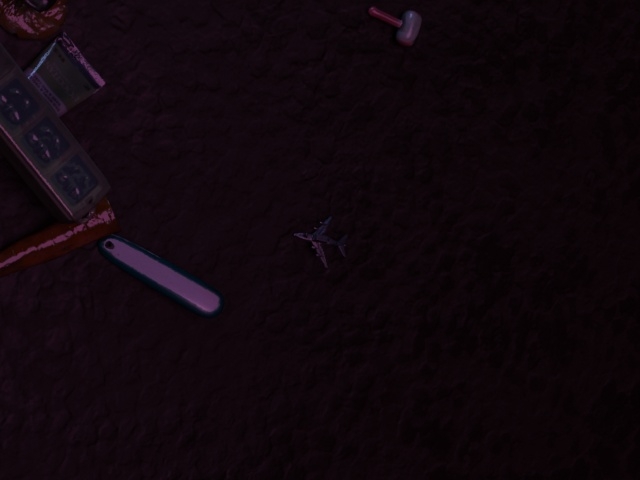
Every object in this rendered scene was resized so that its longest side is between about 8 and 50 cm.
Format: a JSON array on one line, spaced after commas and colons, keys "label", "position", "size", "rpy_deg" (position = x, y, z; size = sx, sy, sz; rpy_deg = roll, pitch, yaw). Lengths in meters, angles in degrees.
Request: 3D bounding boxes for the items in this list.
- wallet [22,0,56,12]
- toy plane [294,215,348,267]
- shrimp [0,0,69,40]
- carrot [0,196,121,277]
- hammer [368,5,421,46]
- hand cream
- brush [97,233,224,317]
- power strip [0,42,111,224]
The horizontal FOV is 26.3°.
[{"label": "wallet", "position": [-0.358, -0.473, 1.685], "size": [0.247, 0.041, 0.323], "rpy_deg": [38, 64, -27]}, {"label": "toy plane", "position": [0.002, 0.000, 1.955], "size": [0.084, 0.024, 0.078], "rpy_deg": [15, 70, -28]}, {"label": "shrimp", "position": [-0.378, -0.339, 1.719], "size": [0.099, 0.041, 0.180], "rpy_deg": [-17, 105, -10]}, {"label": "carrot", "position": [-0.364, 0.008, 1.751], "size": [0.224, 0.057, 0.057], "rpy_deg": [-26, 107, -20]}, {"label": "hammer", "position": [0.105, -0.316, 1.973], "size": [0.083, 0.031, 0.052], "rpy_deg": [21, 82, -22]}, {"label": "hand cream", "position": [-0.381, -0.160, 1.725], "size": [0.235, 0.055, 0.086], "rpy_deg": [-44, 109, -20]}, {"label": "brush", "position": [-0.216, 0.046, 1.847], "size": [0.193, 0.032, 0.043], "rpy_deg": [31, 85, -15]}, {"label": "power strip", "position": [-0.359, -0.131, 1.683], "size": [0.078, 0.052, 0.272], "rpy_deg": [-46, 111, -27]}]
